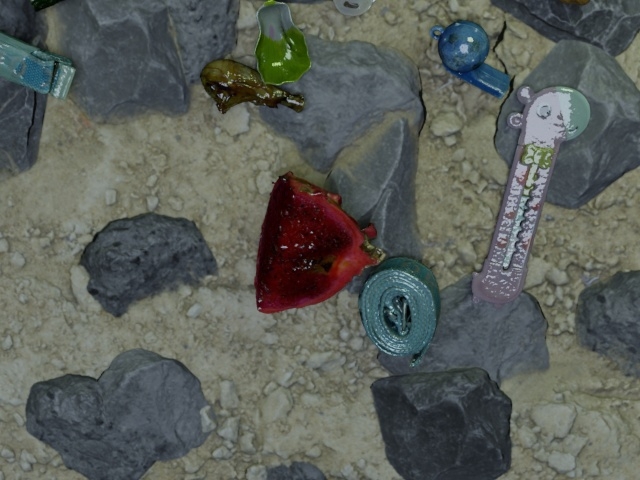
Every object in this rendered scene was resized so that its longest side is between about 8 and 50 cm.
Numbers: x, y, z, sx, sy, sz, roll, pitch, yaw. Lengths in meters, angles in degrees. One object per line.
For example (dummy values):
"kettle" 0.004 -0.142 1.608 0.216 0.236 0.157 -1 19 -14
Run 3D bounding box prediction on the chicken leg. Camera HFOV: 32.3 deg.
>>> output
"chicken leg" -0.114 -0.242 1.821 0.178 0.070 0.093 13 113 -10

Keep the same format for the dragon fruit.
"dragon fruit" 0.000 0.000 1.864 0.211 0.134 0.262 14 125 -12

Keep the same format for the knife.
"knife" 0.343 -0.066 1.850 0.132 0.038 0.399 14 109 3

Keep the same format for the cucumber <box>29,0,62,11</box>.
"cucumber" -0.387 -0.425 1.781 0.187 0.058 0.058 -19 106 11

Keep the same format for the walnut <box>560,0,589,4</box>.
"walnut" 0.387 -0.419 1.700 0.105 0.105 0.124 -23 120 12

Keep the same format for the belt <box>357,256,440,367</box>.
"belt" 0.138 0.113 1.902 0.147 0.082 0.163 26 116 7

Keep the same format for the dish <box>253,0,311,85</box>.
"dish" -0.072 -0.323 1.793 0.091 0.039 0.137 -18 110 -15

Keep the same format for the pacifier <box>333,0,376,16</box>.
"pacifier" 0.066 -0.399 1.744 0.081 0.078 0.099 7 109 -20

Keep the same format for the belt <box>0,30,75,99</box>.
"belt" -0.551 -0.316 1.815 0.302 0.087 0.072 23 105 -3

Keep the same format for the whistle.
"whistle" 0.244 -0.299 1.757 0.158 0.090 0.090 27 108 -4
